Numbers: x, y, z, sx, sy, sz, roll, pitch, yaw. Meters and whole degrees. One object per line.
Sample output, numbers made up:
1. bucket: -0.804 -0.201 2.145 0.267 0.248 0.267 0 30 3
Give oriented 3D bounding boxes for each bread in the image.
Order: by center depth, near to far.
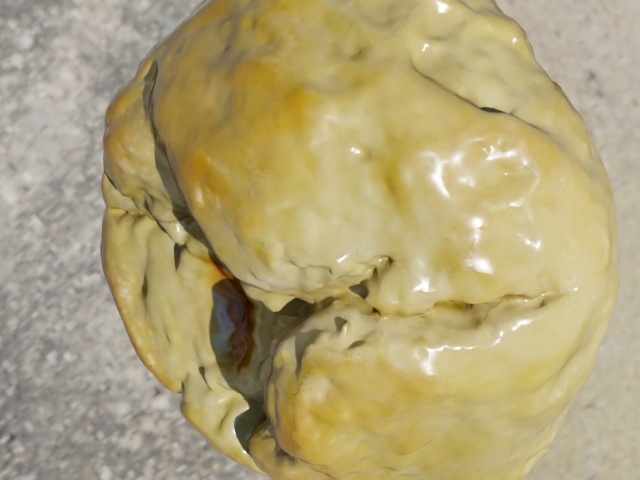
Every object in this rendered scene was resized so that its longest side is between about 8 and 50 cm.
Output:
1. bread: 0.000 0.000 0.609 0.134 0.244 0.244 -26 83 -30
